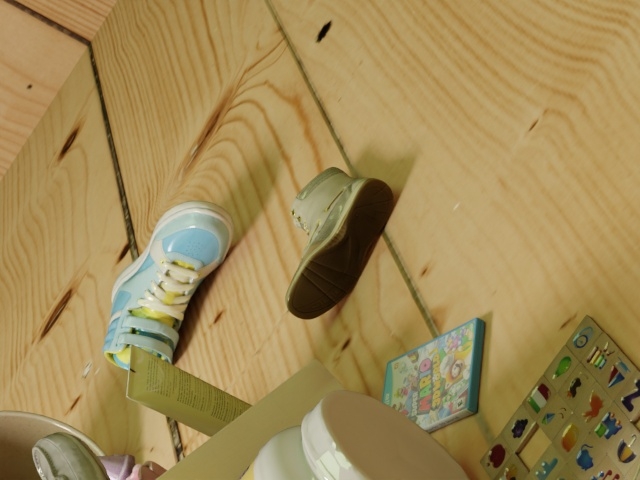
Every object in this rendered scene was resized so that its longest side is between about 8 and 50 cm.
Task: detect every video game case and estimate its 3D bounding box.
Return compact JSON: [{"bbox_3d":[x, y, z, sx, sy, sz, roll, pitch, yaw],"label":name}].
[{"bbox_3d":[0.126,0.168,1.788,0.166,0.015,0.119,-32,39,46],"label":"video game case"}]

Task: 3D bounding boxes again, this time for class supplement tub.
[{"bbox_3d":[-0.010,0.345,1.615,0.331,0.241,0.241,-53,28,17],"label":"supplement tub"}]

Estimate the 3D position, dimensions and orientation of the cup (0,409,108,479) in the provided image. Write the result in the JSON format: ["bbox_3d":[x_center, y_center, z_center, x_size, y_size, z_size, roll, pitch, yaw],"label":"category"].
[{"bbox_3d":[-0.478,0.455,2.329,0.331,0.331,0.237,-98,18,-50],"label":"cup"}]

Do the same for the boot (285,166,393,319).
[{"bbox_3d":[0.000,0.000,2.107,0.213,0.077,0.165,-58,27,-3],"label":"boot"}]

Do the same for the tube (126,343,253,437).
[{"bbox_3d":[-0.147,0.215,1.984,0.070,0.240,0.062,12,74,62],"label":"tube"}]

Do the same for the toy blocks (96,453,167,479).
[{"bbox_3d":[-0.254,0.416,1.925,0.289,0.260,0.309,-65,18,-6],"label":"toy blocks"}]

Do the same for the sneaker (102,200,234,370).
[{"bbox_3d":[-0.235,0.093,2.396,0.319,0.127,0.208,-50,25,44],"label":"sneaker"}]

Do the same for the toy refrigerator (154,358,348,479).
[{"bbox_3d":[-0.084,0.256,1.811,0.269,0.094,0.102,-36,-16,-34],"label":"toy refrigerator"}]

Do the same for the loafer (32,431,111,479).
[{"bbox_3d":[-0.284,0.325,1.801,0.111,0.112,0.319,-25,29,-18],"label":"loafer"}]

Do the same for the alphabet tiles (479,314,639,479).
[{"bbox_3d":[0.256,0.206,1.526,0.198,0.009,0.237,-56,27,13],"label":"alphabet tiles"}]
